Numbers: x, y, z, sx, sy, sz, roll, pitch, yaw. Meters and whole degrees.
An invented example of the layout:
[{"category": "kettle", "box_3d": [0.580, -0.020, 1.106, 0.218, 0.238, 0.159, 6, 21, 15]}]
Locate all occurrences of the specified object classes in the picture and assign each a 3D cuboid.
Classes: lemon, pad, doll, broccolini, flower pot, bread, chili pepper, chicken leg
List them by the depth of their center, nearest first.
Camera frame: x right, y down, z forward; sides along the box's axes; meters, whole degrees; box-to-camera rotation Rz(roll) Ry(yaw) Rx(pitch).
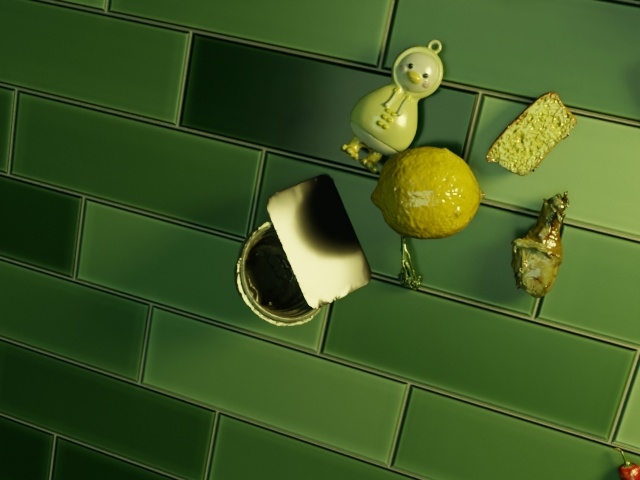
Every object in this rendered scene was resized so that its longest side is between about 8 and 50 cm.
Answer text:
[{"category": "bread", "box_3d": [0.426, -0.209, 1.535, 0.103, 0.065, 0.187, 41, 108, 4]}, {"category": "lemon", "box_3d": [0.217, -0.096, 1.550, 0.231, 0.192, 0.192, -1, 101, 3]}, {"category": "chicken leg", "box_3d": [0.448, 0.006, 1.559, 0.103, 0.088, 0.228, 15, 109, 27]}, {"category": "doll", "box_3d": [0.156, -0.284, 1.571, 0.141, 0.117, 0.296, 33, 109, 4]}, {"category": "chili pepper", "box_3d": [0.671, 0.527, 1.611, 0.050, 0.059, 0.191, -23, 91, 11]}, {"category": "broccolini", "box_3d": [0.189, 0.018, 1.657, 0.054, 0.052, 0.194, -2, 100, 13]}, {"category": "pad", "box_3d": [0.000, 0.000, 1.668, 0.004, 0.181, 0.267, -15, 99, 62]}, {"category": "flower pot", "box_3d": [-0.103, 0.077, 1.684, 0.140, 0.235, 0.236, -15, 98, 57]}]
